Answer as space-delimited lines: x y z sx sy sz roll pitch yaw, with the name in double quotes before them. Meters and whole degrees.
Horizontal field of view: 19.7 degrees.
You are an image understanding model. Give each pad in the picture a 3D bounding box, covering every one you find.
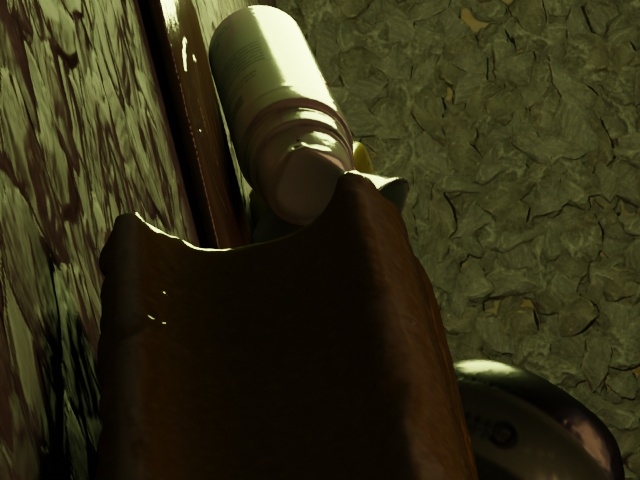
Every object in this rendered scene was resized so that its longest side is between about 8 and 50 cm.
"pad" -0.090 -0.082 1.460 0.284 0.018 0.286 56 19 -83

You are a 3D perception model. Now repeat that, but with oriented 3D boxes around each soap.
"soap" 0.006 0.175 0.724 0.335 0.156 0.293 -98 177 -60

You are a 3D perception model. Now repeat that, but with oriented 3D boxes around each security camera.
"security camera" 0.104 0.249 1.458 0.277 0.197 0.191 -55 153 -31

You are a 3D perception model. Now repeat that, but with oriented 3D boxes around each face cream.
"face cream" -0.034 -0.110 1.625 0.345 0.102 0.102 -110 -177 -62

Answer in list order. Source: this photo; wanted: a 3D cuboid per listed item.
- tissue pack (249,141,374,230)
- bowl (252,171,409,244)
"tissue pack" 0.000 0.000 1.784 0.123 0.127 0.178 -58 133 -76
"bowl" -0.009 0.004 1.646 0.086 0.189 0.189 33 -10 16
